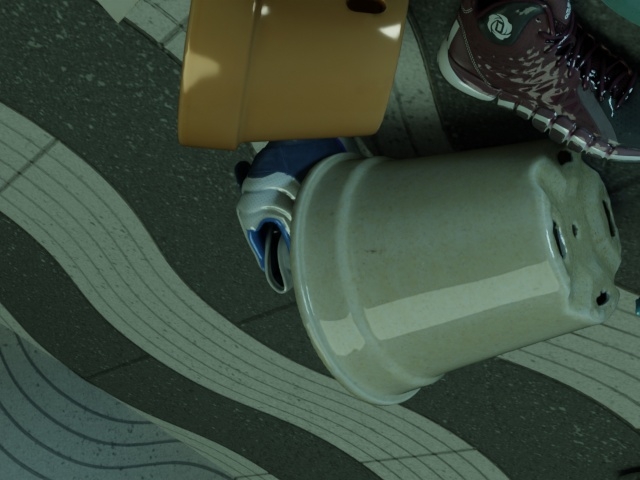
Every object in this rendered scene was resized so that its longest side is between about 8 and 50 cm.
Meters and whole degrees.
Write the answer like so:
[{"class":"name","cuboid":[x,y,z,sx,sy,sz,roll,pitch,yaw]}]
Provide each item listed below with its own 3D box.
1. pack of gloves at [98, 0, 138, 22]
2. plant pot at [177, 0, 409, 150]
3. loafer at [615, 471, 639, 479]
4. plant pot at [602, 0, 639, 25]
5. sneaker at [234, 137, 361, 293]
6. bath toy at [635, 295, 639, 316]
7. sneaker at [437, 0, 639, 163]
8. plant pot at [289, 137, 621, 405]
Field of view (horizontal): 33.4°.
[{"class":"pack of gloves","cuboid":[-0.272,-0.394,1.258,0.232,0.046,0.195,46,146,-12]},{"class":"plant pot","cuboid":[-0.023,-0.226,1.106,0.204,0.290,0.291,9,150,-3]},{"class":"loafer","cuboid":[0.622,0.439,1.797,0.112,0.112,0.319,29,159,-14]},{"class":"plant pot","cuboid":[0.295,-0.288,0.746,0.272,0.255,0.271,19,149,12]},{"class":"sneaker","cuboid":[0.000,0.000,1.451,0.130,0.236,0.322,1,142,37]},{"class":"bath toy","cuboid":[0.500,0.038,1.242,0.129,0.151,0.348,58,155,17]},{"class":"sneaker","cuboid":[0.260,-0.187,1.089,0.281,0.106,0.162,22,147,10]},{"class":"plant pot","cuboid":[0.183,0.018,1.298,0.306,0.333,0.334,-14,132,35]}]
